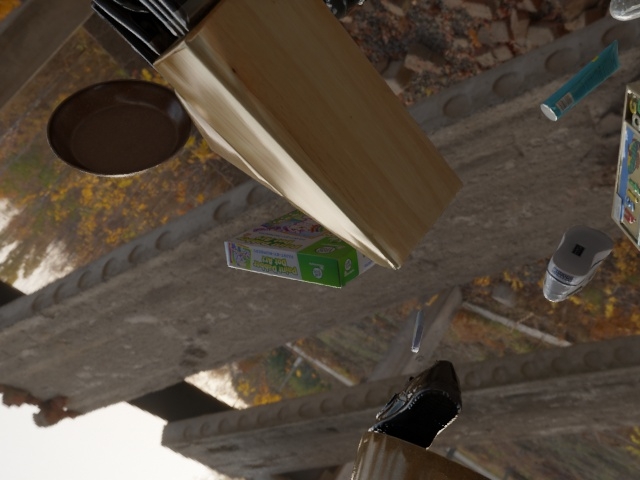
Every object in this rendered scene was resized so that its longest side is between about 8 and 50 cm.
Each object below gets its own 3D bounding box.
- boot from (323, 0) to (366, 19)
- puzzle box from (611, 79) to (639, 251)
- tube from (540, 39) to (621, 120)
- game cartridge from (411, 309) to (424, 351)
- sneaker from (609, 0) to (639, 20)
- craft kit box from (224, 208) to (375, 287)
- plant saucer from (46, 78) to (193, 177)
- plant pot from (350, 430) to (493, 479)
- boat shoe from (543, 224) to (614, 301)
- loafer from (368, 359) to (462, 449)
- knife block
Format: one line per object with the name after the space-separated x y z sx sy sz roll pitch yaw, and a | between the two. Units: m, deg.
0.051 -0.558 0.868 0.131 0.260 0.348 44 166 41 | boot
0.776 -0.128 1.234 0.272 0.052 0.409 -99 -9 -50 | puzzle box
0.613 -0.367 1.251 0.080 0.207 0.052 43 -171 -48 | tube
0.211 0.199 1.164 0.017 0.056 0.083 7 126 4 | game cartridge
0.635 -0.448 0.947 0.095 0.235 0.090 46 -157 -48 | sneaker
0.000 0.000 0.977 0.249 0.246 0.061 7 115 35 | craft kit box
-0.282 -0.156 0.772 0.198 0.198 0.036 31 148 16 | plant saucer
0.116 0.413 0.674 0.237 0.254 0.237 22 157 10 | plant pot
0.505 0.043 1.076 0.095 0.258 0.084 36 129 30 | boat shoe
0.142 0.243 0.775 0.080 0.078 0.220 32 137 0 | loafer
-0.037 -0.120 0.350 0.275 0.088 0.242 35 168 19 | knife block
